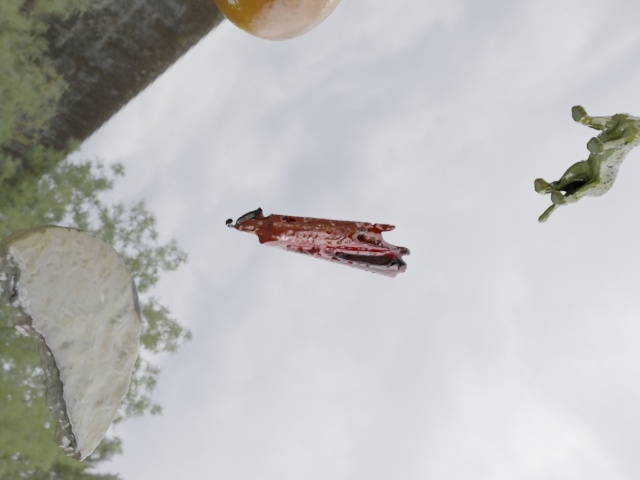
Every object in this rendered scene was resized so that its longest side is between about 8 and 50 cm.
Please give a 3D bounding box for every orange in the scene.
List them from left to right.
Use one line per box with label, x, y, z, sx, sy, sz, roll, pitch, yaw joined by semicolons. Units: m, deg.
orange;-0.036;-0.265;0.635;0.156;0.124;0.156;6;-81;42

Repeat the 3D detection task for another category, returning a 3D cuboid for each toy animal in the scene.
toy animal;0.367;-0.097;0.891;0.181;0.136;0.073;106;-31;-44

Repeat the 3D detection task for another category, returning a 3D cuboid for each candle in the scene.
candle;0.000;0.000;1.062;0.059;0.302;0.084;180;-82;-73

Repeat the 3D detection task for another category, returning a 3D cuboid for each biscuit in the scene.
biscuit;-0.228;0.083;0.667;0.032;0.249;0.133;9;-148;26
